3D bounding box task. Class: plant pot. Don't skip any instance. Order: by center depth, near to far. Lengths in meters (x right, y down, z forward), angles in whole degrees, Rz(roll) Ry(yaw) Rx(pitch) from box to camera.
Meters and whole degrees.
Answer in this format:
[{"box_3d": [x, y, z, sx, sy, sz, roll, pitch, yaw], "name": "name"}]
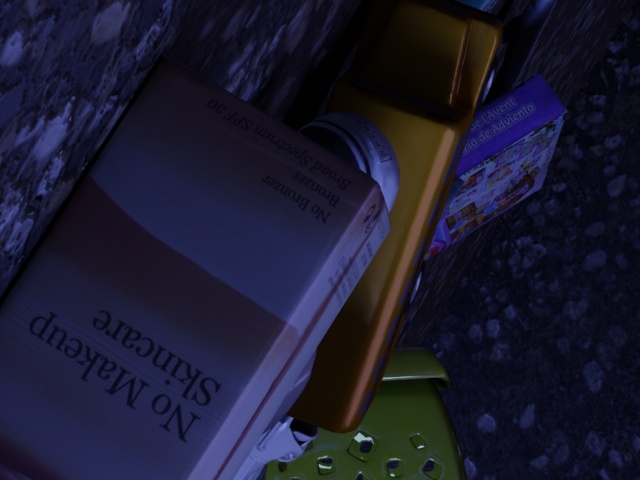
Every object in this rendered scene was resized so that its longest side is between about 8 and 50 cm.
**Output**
[{"box_3d": [0.053, 0.231, 2.172, 0.227, 0.228, 0.207, 52, 34, -80], "name": "plant pot"}]

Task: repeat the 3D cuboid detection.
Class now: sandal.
[{"box_3d": [0.212, -0.221, 2.191, 0.254, 0.054, 0.097, -64, 180, 13], "name": "sandal"}]

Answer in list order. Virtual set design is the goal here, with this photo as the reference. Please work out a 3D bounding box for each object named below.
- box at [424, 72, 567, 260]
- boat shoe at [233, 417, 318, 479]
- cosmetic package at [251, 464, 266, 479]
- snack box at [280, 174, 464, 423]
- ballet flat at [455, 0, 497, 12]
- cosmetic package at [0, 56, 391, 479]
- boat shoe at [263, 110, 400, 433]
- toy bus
[{"box_3d": [0.166, -0.070, 2.166, 0.201, 0.057, 0.293, -32, 167, -8], "name": "box"}, {"box_3d": [-0.044, 0.188, 2.012, 0.267, 0.088, 0.096, -61, 171, 17], "name": "boat shoe"}, {"box_3d": [-0.090, 0.273, 2.200, 0.060, 0.041, 0.115, -57, 171, -17], "name": "cosmetic package"}, {"box_3d": [0.034, 0.034, 1.764, 0.187, 0.060, 0.322, -53, 178, 19], "name": "snack box"}, {"box_3d": [0.107, -0.199, 1.674, 0.188, 0.070, 0.070, -58, 171, 9], "name": "ballet flat"}, {"box_3d": [-0.100, 0.066, 1.095, 0.296, 0.153, 0.129, -59, 170, -7], "name": "cosmetic package"}, {"box_3d": [-0.062, 0.037, 1.398, 0.119, 0.121, 0.335, -18, 146, -41], "name": "boat shoe"}, {"box_3d": [0.039, -0.028, 1.506, 0.130, 0.108, 0.333, -47, 157, -70], "name": "toy bus"}]
